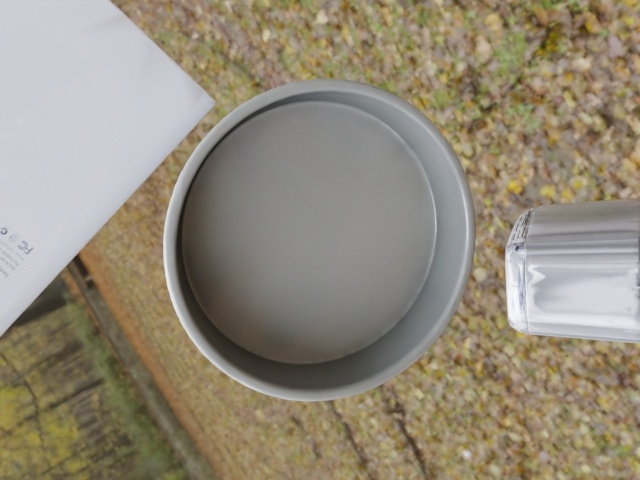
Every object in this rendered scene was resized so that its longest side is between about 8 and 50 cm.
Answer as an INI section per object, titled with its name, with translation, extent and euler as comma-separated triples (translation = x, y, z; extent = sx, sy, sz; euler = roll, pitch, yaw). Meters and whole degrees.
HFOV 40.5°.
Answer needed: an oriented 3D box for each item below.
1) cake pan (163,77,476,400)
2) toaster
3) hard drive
[cake pan]
translation = 0.000, 0.000, 0.798
extent = 0.293, 0.293, 0.054
euler = 65, 168, -16
[toaster]
translation = 0.280, 0.032, 0.919
extent = 0.146, 0.227, 0.129
euler = -1, 107, 21
[hard drive]
translation = -0.283, -0.085, 0.809
extent = 0.210, 0.318, 0.040
euler = 43, 175, -15
